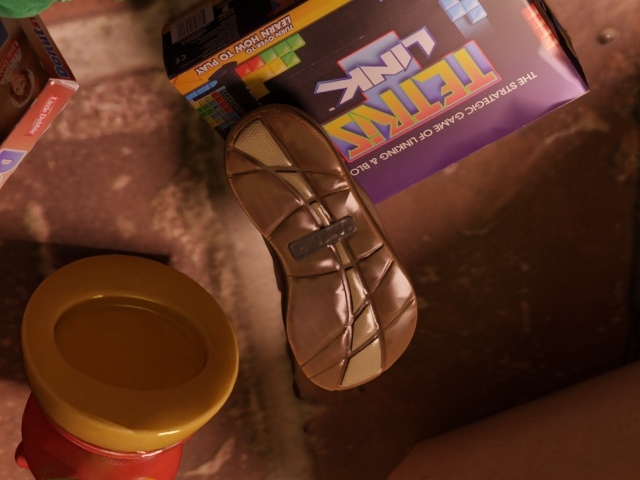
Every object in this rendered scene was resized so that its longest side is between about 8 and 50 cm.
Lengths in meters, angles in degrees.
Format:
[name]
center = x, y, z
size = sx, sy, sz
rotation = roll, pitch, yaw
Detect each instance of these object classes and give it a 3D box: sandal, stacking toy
[sandal]
center = 0.000, 0.000, 0.861
size = 0.072, 0.049, 0.180
rotation = -22, 121, 4
[stacking toy]
center = -0.202, 0.144, 0.870
size = 0.309, 0.279, 0.130
rotation = 7, 140, -17

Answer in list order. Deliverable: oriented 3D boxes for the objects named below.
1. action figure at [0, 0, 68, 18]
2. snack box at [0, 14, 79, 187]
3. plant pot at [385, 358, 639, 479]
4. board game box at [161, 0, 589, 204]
[action figure]
center = -0.178, -0.160, 0.714
size = 0.232, 0.063, 0.137
rotation = 26, 123, -27
[snack box]
center = -0.187, -0.039, 0.825
size = 0.022, 0.064, 0.178
rotation = 5, 135, -50
[plant pot]
center = 0.213, 0.199, 1.007
size = 0.305, 0.334, 0.334
rotation = -15, 137, 20
[board game box]
center = 0.029, -0.091, 0.837
size = 0.170, 0.048, 0.141
rotation = -28, 132, 16
